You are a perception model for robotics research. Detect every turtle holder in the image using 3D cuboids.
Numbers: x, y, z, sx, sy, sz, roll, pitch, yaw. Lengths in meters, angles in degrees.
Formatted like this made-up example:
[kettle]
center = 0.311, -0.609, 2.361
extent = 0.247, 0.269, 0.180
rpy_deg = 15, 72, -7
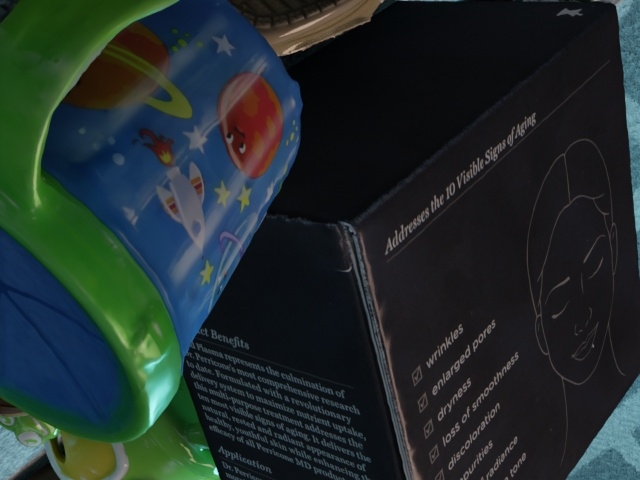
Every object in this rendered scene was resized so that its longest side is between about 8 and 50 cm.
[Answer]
[turtle holder]
center = -0.219, 0.216, 1.188
extent = 0.227, 0.243, 0.320
rpy_deg = -31, -176, 14

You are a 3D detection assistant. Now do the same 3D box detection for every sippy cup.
[sippy cup]
center = -0.132, -0.037, 0.596
extent = 0.305, 0.240, 0.224
rpy_deg = -10, -146, 47

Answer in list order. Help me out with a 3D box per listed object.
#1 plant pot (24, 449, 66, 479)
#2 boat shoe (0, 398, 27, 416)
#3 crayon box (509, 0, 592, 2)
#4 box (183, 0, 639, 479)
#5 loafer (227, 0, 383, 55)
[plant pot]
center = -0.387, 0.403, 1.513
extent = 0.165, 0.167, 0.167
rpy_deg = -26, 159, -44
[boat shoe]
center = -0.245, 0.123, 0.995
extent = 0.207, 0.073, 0.073
rpy_deg = -20, 149, -8
[crayon box]
center = 0.328, -0.318, 1.584
extent = 0.363, 0.106, 0.313
rpy_deg = -54, 175, -34
[box]
center = 0.107, 0.048, 1.055
extent = 0.480, 0.297, 0.471
rpy_deg = -39, 128, -38
[loafer]
center = 0.010, -0.212, 0.802
extent = 0.268, 0.102, 0.092
rpy_deg = -41, 163, -35
